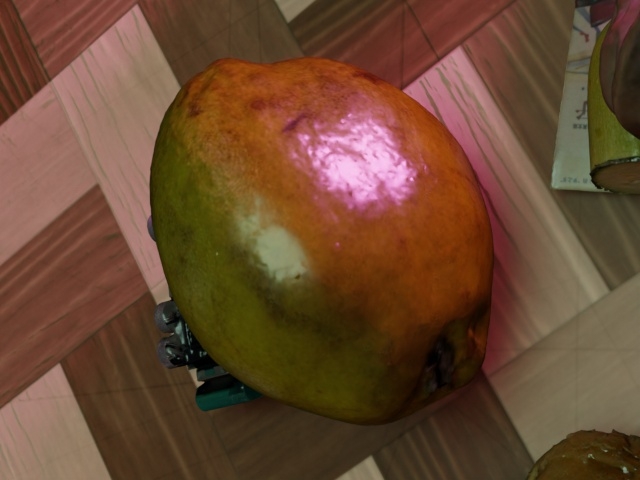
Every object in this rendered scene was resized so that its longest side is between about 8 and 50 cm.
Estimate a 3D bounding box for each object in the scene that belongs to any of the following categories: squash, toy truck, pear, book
[{"bbox_3d":[0.317,-0.144,1.557,0.123,0.123,0.186,-10,76,30],"label":"squash"},{"bbox_3d":[-0.118,0.067,1.816,0.114,0.124,0.253,-17,74,35],"label":"toy truck"},{"bbox_3d":[0.000,0.000,1.632,0.352,0.352,0.413,-38,74,22],"label":"pear"},{"bbox_3d":[0.350,-0.189,1.626,0.201,0.026,0.289,5,86,30],"label":"book"}]

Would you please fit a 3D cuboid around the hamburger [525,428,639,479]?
[{"bbox_3d":[0.286,0.334,1.535,0.265,0.134,0.284,26,95,29],"label":"hamburger"}]

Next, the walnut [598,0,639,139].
[{"bbox_3d":[0.357,-0.177,1.393,0.224,0.224,0.224,-4,81,31],"label":"walnut"}]
